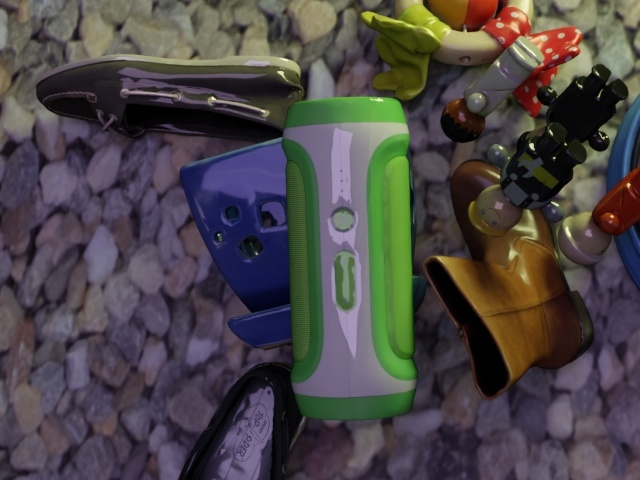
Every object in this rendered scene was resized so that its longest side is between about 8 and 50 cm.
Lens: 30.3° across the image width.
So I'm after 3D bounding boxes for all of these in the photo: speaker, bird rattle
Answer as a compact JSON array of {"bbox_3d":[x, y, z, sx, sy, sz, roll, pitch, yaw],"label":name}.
[{"bbox_3d":[0.028,0.016,1.132,0.131,0.131,0.296,-2,91,10],"label":"speaker"},{"bbox_3d":[0.176,-0.261,1.384,0.254,0.143,0.206,-1,62,7],"label":"bird rattle"}]

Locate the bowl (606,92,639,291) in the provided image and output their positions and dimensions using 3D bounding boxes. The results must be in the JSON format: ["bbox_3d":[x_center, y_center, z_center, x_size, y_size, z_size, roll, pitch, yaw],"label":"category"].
[{"bbox_3d":[0.515,-0.060,1.300,0.391,0.077,0.391,-2,79,11],"label":"bowl"}]

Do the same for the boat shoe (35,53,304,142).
[{"bbox_3d":[-0.187,-0.164,1.436,0.335,0.112,0.095,-2,74,7],"label":"boat shoe"}]

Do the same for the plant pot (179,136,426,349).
[{"bbox_3d":[0.000,0.000,1.311,0.236,0.236,0.212,-14,84,7],"label":"plant pot"}]

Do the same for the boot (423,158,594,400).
[{"bbox_3d":[0.166,0.029,1.242,0.096,0.280,0.264,-26,79,29],"label":"boot"}]

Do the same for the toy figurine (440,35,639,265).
[{"bbox_3d":[0.239,-0.090,1.254,0.148,0.210,0.213,-48,46,37],"label":"toy figurine"}]

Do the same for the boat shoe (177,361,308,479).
[{"bbox_3d":[-0.108,0.294,1.328,0.127,0.113,0.340,26,85,14],"label":"boat shoe"}]
